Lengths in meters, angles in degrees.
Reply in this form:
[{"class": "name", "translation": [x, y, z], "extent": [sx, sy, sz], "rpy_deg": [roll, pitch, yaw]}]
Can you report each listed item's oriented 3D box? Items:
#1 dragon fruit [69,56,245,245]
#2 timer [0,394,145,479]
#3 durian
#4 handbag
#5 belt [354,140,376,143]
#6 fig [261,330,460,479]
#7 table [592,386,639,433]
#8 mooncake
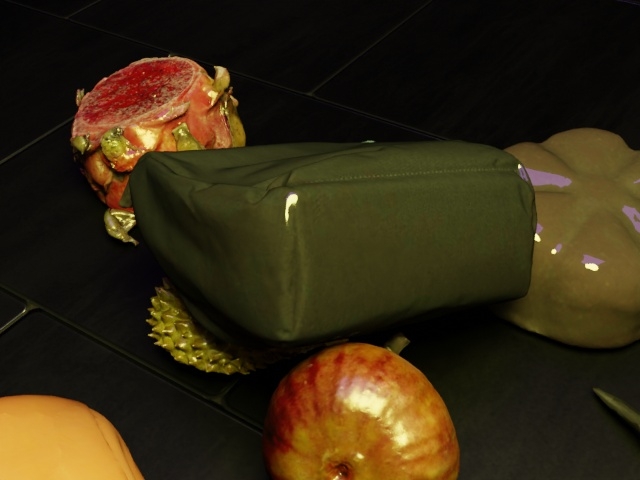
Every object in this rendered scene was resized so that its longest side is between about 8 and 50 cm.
[{"class": "dragon fruit", "translation": [-0.198, -0.133, 1.074], "extent": [0.210, 0.147, 0.282], "rpy_deg": [5, 39, 10]}, {"class": "timer", "translation": [-0.208, 0.221, 0.583], "extent": [0.214, 0.230, 0.230], "rpy_deg": [-28, 44, -13]}, {"class": "durian", "translation": [-0.073, 0.068, 0.859], "extent": [0.208, 0.102, 0.146], "rpy_deg": [16, 38, 17]}, {"class": "handbag", "translation": [0.001, 0.003, 0.801], "extent": [0.301, 0.178, 0.275], "rpy_deg": [-9, 10, -39]}, {"class": "belt", "translation": [0.073, -0.072, 1.017], "extent": [0.065, 0.100, 0.179], "rpy_deg": [-15, 38, -19]}, {"class": "fig", "translation": [0.024, 0.152, 0.722], "extent": [0.149, 0.148, 0.202], "rpy_deg": [16, 4, -19]}, {"class": "table", "translation": [0.401, 0.117, 0.690], "extent": [0.317, 0.318, 0.249], "rpy_deg": [-7, 26, -4]}, {"class": "mooncake", "translation": [0.264, -0.007, 0.901], "extent": [0.244, 0.133, 0.245], "rpy_deg": [1, 46, -1]}]
